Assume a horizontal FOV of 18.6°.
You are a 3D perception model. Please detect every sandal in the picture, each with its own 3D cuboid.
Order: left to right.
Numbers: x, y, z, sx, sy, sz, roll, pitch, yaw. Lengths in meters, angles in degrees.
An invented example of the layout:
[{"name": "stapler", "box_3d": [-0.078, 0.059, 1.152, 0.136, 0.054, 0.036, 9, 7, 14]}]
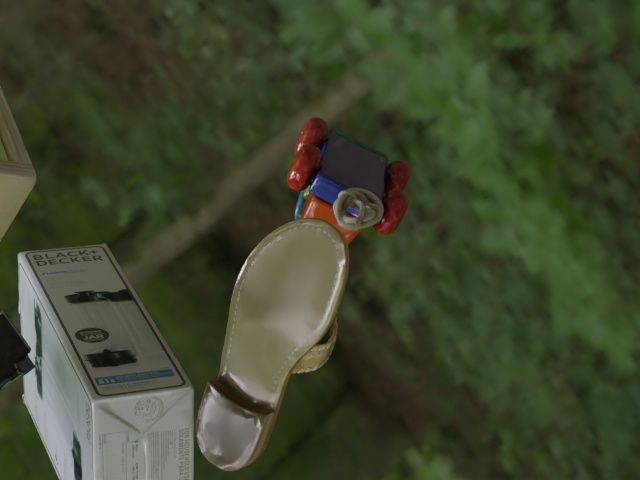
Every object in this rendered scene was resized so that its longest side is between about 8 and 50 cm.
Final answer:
[{"name": "sandal", "box_3d": [-0.027, 0.075, 1.579, 0.088, 0.240, 0.079, 34, -154, 21]}]

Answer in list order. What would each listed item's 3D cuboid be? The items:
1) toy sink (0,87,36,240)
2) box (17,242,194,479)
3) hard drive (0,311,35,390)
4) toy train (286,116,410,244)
[{"name": "toy sink", "box_3d": [-0.334, -0.098, 1.477, 0.153, 0.131, 0.234, 8, -139, -38]}, {"name": "box", "box_3d": [-0.195, 0.136, 1.738, 0.290, 0.087, 0.169, -132, 39, -58]}, {"name": "hard drive", "box_3d": [-0.404, 0.189, 1.557, 0.339, 0.237, 0.064, -37, -84, -33]}, {"name": "toy train", "box_3d": [0.000, 0.000, 1.684, 0.105, 0.143, 0.248, 27, -161, -6]}]
